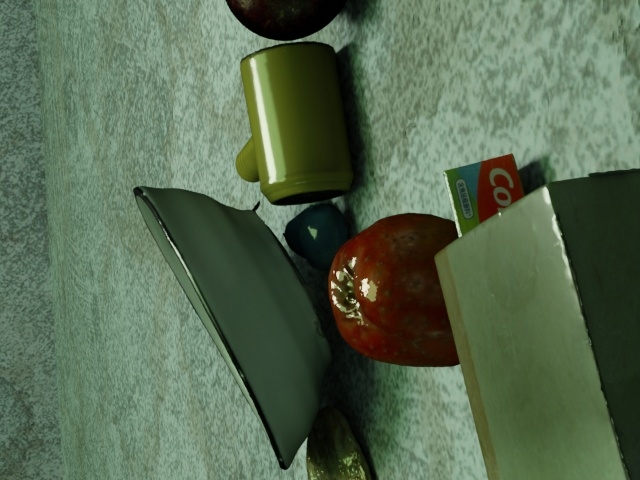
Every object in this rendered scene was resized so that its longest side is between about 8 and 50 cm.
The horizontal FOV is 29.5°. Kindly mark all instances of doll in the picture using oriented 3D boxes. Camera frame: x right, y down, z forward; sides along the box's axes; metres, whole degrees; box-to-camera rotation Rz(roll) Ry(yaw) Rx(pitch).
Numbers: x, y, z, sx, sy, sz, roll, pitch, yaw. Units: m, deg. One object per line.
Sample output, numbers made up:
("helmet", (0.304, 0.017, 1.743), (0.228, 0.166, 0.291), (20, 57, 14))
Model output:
("doll", (0.000, 0.000, 1.143), (0.083, 0.050, 0.076), (-170, 71, -67))

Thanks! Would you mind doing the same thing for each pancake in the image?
("pancake", (0.017, 0.237, 1.189), (0.151, 0.025, 0.152), (176, 90, -70))

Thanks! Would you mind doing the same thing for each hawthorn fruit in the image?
("hawthorn fruit", (0.067, 0.036, 0.871), (0.128, 0.128, 0.128), (174, 90, -70))

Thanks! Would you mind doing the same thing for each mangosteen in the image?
("mangosteen", (-0.027, -0.241, 1.065), (0.140, 0.140, 0.140), (174, 90, -70))

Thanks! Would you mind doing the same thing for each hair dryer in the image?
("hair dryer", (-0.040, -0.090, 1.199), (0.278, 0.090, 0.135), (146, 114, -74))

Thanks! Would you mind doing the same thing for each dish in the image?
("dish", (-0.065, 0.064, 1.187), (0.316, 0.106, 0.316), (60, 171, 16))

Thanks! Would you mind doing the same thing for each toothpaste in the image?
("toothpaste", (0.136, 0.040, 0.789), (0.044, 0.070, 0.193), (52, -155, -71))

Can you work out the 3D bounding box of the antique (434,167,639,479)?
("antique", (0.155, 0.050, 0.585), (0.148, 0.151, 0.147), (140, 121, -63))
